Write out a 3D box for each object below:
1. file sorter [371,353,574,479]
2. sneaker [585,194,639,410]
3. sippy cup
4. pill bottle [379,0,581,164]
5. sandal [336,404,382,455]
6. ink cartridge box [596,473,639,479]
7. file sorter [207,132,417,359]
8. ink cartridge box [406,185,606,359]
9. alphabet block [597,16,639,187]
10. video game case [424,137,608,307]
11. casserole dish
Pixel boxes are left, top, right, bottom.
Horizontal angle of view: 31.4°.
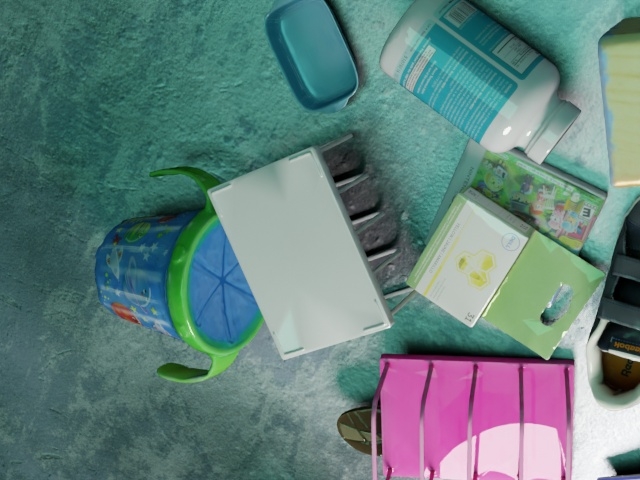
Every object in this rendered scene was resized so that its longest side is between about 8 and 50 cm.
[{"bbox_3d":[0.224,0.297,1.666,0.290,0.182,0.202,1,108,11],"label":"file sorter"},{"bbox_3d":[0.445,0.089,1.562,0.126,0.127,0.321,14,111,23],"label":"sneaker"},{"bbox_3d":[-0.228,0.053,1.810,0.224,0.240,0.305,6,67,33],"label":"sippy cup"},{"bbox_3d":[0.221,-0.218,1.546,0.264,0.146,0.146,39,118,8],"label":"pill bottle"},{"bbox_3d":[0.136,0.281,1.809,0.219,0.060,0.090,-18,103,13],"label":"sandal"},{"bbox_3d":[0.575,0.470,1.622,0.303,0.072,0.307,-15,85,41],"label":"ink cartridge box"},{"bbox_3d":[0.000,0.000,1.704,0.193,0.173,0.278,-20,98,29],"label":"file sorter"},{"bbox_3d":[0.264,0.054,1.646,0.235,0.056,0.171,35,117,13],"label":"ink cartridge box"},{"bbox_3d":[0.469,-0.184,1.424,0.197,0.192,0.193,-2,108,26],"label":"alphabet block"},{"bbox_3d":[0.279,-0.030,1.654,0.212,0.023,0.193,28,116,13],"label":"video game case"},{"bbox_3d":[-0.009,-0.281,1.691,0.114,0.037,0.188,-22,98,28],"label":"casserole dish"}]
